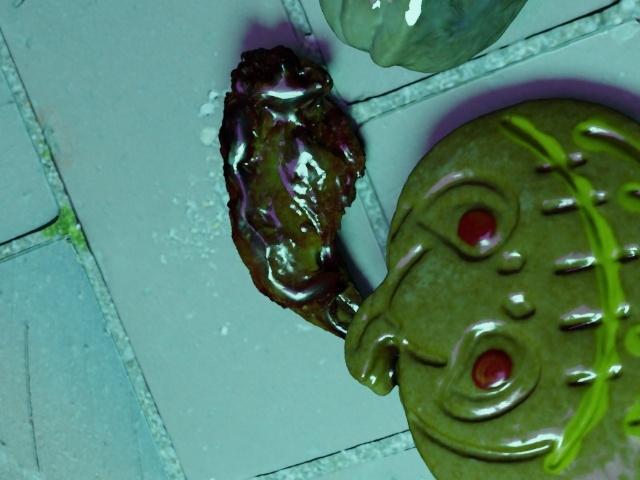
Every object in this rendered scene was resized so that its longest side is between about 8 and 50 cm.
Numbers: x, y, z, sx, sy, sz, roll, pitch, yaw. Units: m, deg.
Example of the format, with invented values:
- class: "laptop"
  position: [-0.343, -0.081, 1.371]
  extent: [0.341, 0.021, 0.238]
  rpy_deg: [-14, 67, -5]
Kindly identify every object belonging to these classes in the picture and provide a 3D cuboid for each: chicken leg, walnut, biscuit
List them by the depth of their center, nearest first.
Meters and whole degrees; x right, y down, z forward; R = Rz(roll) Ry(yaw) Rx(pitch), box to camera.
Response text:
- class: "walnut"
  position: [0.099, -0.266, 1.729]
  extent: [0.224, 0.224, 0.224]
  rpy_deg: [5, 105, 20]
- class: "biscuit"
  position: [0.185, 0.063, 1.736]
  extent: [0.350, 0.070, 0.394]
  rpy_deg: [-18, 67, 13]
- class: "chicken leg"
  position: [0.000, 0.000, 1.895]
  extent: [0.158, 0.096, 0.407]
  rpy_deg: [-24, 96, 6]
